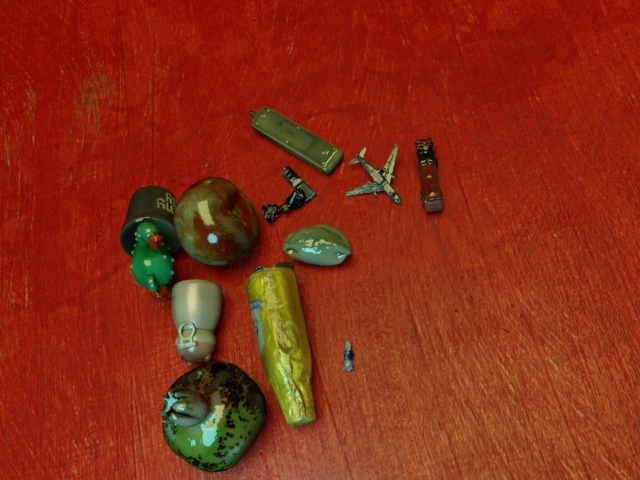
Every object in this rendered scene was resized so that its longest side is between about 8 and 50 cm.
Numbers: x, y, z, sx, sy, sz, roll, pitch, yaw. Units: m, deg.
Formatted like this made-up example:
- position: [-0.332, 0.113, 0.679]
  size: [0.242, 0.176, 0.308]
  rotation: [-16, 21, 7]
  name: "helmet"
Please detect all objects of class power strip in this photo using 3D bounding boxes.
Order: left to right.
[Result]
- position: [-0.094, -0.340, 2.136]
  size: [0.388, 0.066, 0.092]
  rotation: [34, 79, 22]
  name: "power strip"

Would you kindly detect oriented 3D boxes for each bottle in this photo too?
- position: [-0.361, 0.244, 1.881]
  size: [0.148, 0.147, 0.236]
  rotation: [-7, 69, 10]
  name: "bottle"

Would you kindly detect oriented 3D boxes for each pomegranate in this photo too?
- position: [-0.298, 0.438, 1.660]
  size: [0.285, 0.340, 0.285]
  rotation: [-7, 64, 15]
  name: "pomegranate"

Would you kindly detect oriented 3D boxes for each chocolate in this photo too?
- position: [-0.112, -0.108, 2.026]
  size: [0.147, 0.072, 0.070]
  rotation: [-22, 65, 9]
  name: "chocolate"
- position: [-0.096, 0.285, 1.785]
  size: [0.162, 0.162, 0.445]
  rotation: [-18, 64, 5]
  name: "chocolate"

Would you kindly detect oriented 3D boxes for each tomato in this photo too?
- position: [-0.323, -0.048, 1.942]
  size: [0.223, 0.270, 0.270]
  rotation: [-26, 59, 27]
  name: "tomato"

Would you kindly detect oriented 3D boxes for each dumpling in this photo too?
- position: [-0.004, -0.001, 1.927]
  size: [0.217, 0.105, 0.149]
  rotation: [8, 68, 17]
  name: "dumpling"

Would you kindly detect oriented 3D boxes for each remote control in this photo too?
- position: [-0.074, -0.184, 2.075]
  size: [0.043, 0.027, 0.152]
  rotation: [-38, 65, -10]
  name: "remote control"

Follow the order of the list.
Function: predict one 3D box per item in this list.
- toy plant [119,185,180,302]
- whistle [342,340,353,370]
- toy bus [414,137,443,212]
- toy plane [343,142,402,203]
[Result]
- position: [-0.512, 0.004, 1.955]
  size: [0.185, 0.279, 0.400]
  rotation: [10, 42, -21]
  name: "toy plant"
- position: [0.076, 0.323, 1.801]
  size: [0.033, 0.029, 0.083]
  rotation: [-8, 70, 27]
  name: "whistle"
- position: [0.327, -0.200, 1.947]
  size: [0.074, 0.096, 0.234]
  rotation: [-8, 65, 7]
  name: "toy bus"
- position: [0.177, -0.196, 2.002]
  size: [0.226, 0.058, 0.226]
  rotation: [-43, 62, 10]
  name: "toy plane"
